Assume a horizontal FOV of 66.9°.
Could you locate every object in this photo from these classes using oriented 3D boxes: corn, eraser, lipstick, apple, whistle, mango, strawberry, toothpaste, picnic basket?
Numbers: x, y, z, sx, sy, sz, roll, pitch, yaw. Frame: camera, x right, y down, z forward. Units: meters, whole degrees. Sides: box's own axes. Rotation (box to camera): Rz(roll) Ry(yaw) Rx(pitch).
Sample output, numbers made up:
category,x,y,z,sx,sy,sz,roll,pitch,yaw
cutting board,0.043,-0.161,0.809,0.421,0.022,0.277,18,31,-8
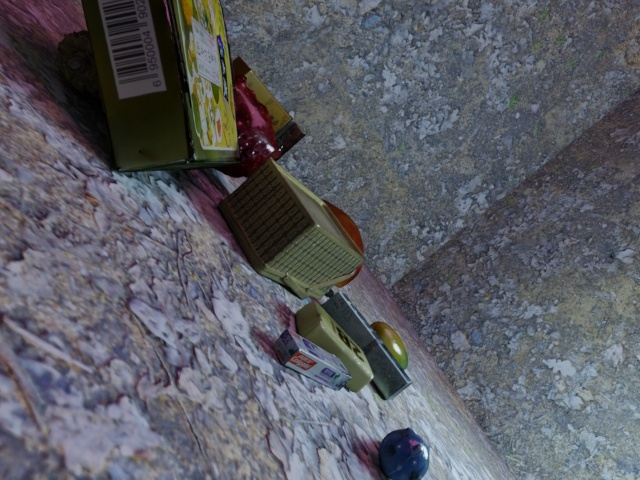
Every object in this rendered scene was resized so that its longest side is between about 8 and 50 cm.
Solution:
category,x,y,z,sx,sy,sz,roll,pitch,yaw
corn,-0.383,-0.317,0.894,0.115,0.115,0.318,49,6,-14
eraser,0.026,0.208,0.966,0.172,0.058,0.117,49,6,-17
lipstick,0.110,0.257,1.213,0.290,0.076,0.077,51,7,24
apple,0.000,0.000,1.769,0.328,0.296,0.365,13,-8,19
whistle,0.131,0.361,0.805,0.090,0.090,0.158,52,-33,18
mango,0.209,0.329,1.483,0.195,0.091,0.130,57,-1,-35
strawberry,-0.237,-0.275,1.221,0.274,0.220,0.274,40,-39,41
toothpaste,-0.010,0.204,0.816,0.047,0.040,0.196,50,4,40
picnic basket,-0.059,-0.008,1.130,0.228,0.175,0.312,55,11,30

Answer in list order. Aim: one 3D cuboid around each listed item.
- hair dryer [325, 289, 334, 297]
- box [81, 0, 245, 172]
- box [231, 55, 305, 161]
category,x,y,z,sx,sy,sz,roll,pitch,yaw
hair dryer,0.004,0.134,1.442,0.083,0.026,0.047,46,0,32
box,-0.257,-0.316,0.865,0.420,0.138,0.374,-87,169,-81
box,-0.262,-0.446,1.815,0.116,0.264,0.415,53,5,34
